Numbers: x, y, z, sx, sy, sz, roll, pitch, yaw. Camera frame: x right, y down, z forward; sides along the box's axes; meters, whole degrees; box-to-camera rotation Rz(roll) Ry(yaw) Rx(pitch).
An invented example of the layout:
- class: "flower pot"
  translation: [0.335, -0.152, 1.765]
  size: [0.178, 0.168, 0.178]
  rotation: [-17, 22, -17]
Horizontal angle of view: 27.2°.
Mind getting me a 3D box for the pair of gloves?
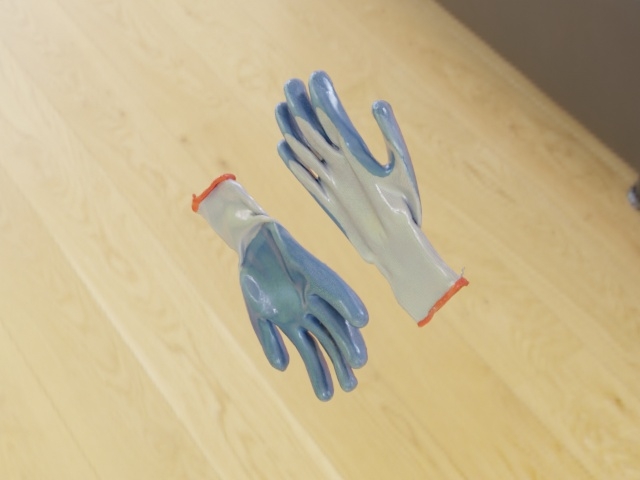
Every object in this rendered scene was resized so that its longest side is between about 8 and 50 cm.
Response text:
- class: "pair of gloves"
  translation: [0.000, 0.000, 0.765]
  size: [0.023, 0.198, 0.159]
  rotation: [-27, 78, -43]
